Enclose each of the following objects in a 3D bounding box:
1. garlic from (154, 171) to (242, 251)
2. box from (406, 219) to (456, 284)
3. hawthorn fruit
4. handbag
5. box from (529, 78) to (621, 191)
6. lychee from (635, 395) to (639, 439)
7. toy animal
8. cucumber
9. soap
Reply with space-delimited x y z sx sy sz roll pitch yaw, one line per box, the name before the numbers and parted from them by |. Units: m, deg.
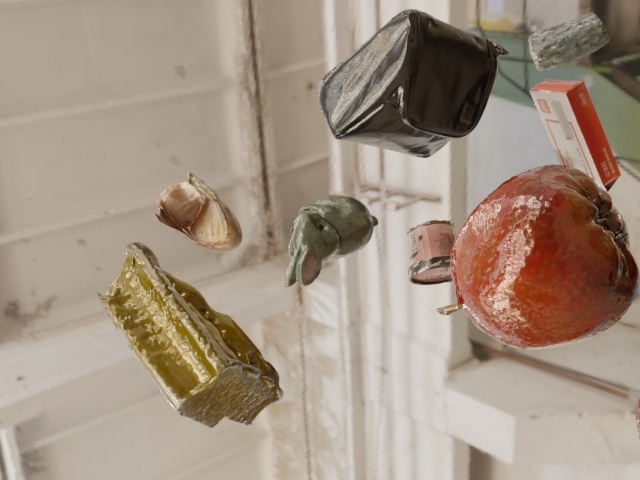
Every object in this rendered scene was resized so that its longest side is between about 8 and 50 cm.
garlic | -0.204 -0.041 1.526 0.099 0.174 0.124 -47 -24 -1
box | 0.285 0.028 2.253 0.151 0.151 0.135 11 -118 -46
hawthorn fruit | 0.219 0.031 0.966 0.196 0.225 0.196 40 -150 -30
handbag | 0.189 -0.273 1.681 0.302 0.275 0.178 8 -122 -46
box | 0.505 -0.209 1.780 0.050 0.123 0.229 -34 -67 -12
lychee | 0.731 0.307 1.693 0.300 0.255 0.255 -56 -46 -18
toy animal | 0.002 -0.003 1.538 0.125 0.127 0.251 51 -153 -2
cucumber | 0.369 -0.296 1.338 0.064 0.112 0.064 50 -151 -42
soap | -0.251 0.189 1.756 0.169 0.338 0.304 -41 -26 0
